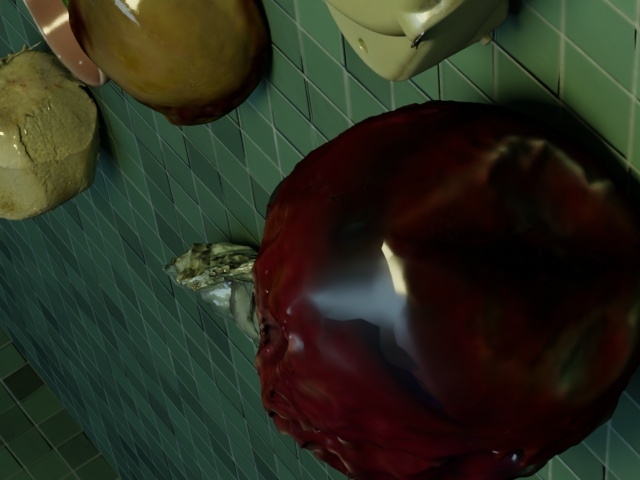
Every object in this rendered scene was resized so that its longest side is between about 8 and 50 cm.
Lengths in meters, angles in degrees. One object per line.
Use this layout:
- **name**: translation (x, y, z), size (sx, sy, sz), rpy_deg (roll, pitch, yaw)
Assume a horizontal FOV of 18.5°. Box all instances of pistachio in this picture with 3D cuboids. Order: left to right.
- **pistachio**: translation (-0.122, -0.178, 1.626), size (0.165, 0.131, 0.210), rpy_deg (0, 133, 20)

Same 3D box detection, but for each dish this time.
- **dish**: translation (-0.222, -0.250, 1.812), size (0.213, 0.090, 0.213), rpy_deg (52, 164, 21)

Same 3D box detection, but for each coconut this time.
- **coconut**: translation (-0.339, -0.112, 2.224), size (0.194, 0.194, 0.194), rpy_deg (49, 161, 23)

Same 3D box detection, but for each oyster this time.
- **oyster**: translation (-0.097, 0.048, 1.994), size (0.199, 0.087, 0.252), rpy_deg (37, 163, 26)

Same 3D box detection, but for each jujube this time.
- **jujube**: translation (0.077, 0.045, 1.305), size (0.258, 0.258, 0.377), rpy_deg (55, 169, 8)

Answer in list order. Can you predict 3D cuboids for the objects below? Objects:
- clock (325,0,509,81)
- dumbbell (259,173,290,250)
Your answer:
- **clock**: translation (0.017, -0.261, 1.124), size (0.309, 0.114, 0.284), rpy_deg (57, 164, 6)
- **dumbbell**: translation (0.000, 0.000, 1.631), size (0.099, 0.099, 0.208), rpy_deg (52, 162, 16)
